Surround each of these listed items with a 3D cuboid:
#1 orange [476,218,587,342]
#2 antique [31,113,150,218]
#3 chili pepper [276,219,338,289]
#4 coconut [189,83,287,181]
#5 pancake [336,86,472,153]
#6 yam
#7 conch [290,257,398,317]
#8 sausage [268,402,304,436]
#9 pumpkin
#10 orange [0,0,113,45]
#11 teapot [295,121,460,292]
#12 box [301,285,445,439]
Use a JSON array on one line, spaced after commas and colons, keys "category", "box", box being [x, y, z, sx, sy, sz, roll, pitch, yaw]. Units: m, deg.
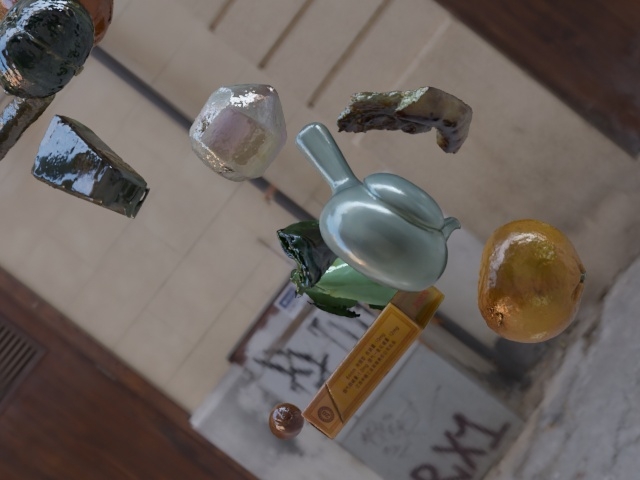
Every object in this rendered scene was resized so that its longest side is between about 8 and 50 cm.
[{"category": "orange", "box": [0.371, 0.073, 1.814, 0.219, 0.193, 0.219, -53, -27, -43]}, {"category": "antique", "box": [-0.464, -0.138, 2.089, 0.125, 0.284, 0.150, 25, -86, -49]}, {"category": "chili pepper", "box": [-0.003, 0.001, 1.695, 0.062, 0.108, 0.216, -18, 13, 28]}, {"category": "coconut", "box": [-0.186, -0.265, 2.396, 0.234, 0.224, 0.224, -61, 0, 16]}, {"category": "pancake", "box": [0.156, -0.194, 1.628, 0.212, 0.257, 0.056, 153, 115, -65]}, {"category": "yam", "box": [-0.611, -0.232, 2.025, 0.299, 0.066, 0.066, -33, 16, 45]}, {"category": "conch", "box": [0.054, 0.101, 2.137, 0.250, 0.137, 0.143, -13, 0, -15]}, {"category": "sausage", "box": [-0.074, 0.387, 2.190, 0.076, 0.076, 0.197, -53, -6, -13]}, {"category": "pumpkin", "box": [-0.453, -0.318, 1.664, 0.190, 0.146, 0.190, -20, 37, 16]}, {"category": "orange", "box": [-0.534, -0.498, 2.009, 0.226, 0.284, 0.284, -25, -3, -11]}, {"category": "teapot", "box": [0.063, -0.051, 1.562, 0.149, 0.318, 0.220, -58, -8, 12]}, {"category": "box", "box": [0.091, 0.197, 1.757, 0.274, 0.076, 0.174, -54, -7, 24]}]
